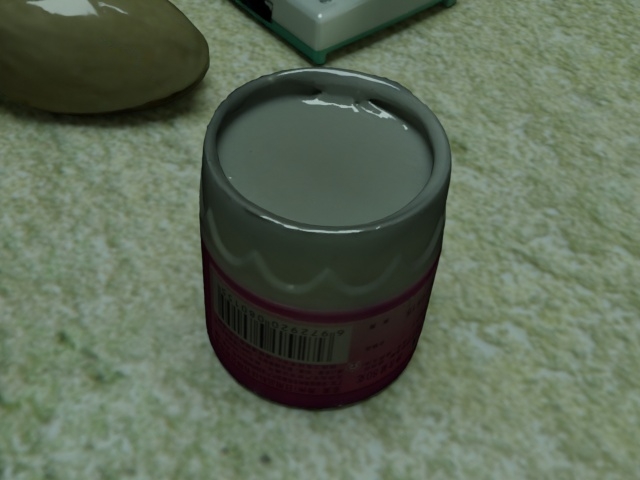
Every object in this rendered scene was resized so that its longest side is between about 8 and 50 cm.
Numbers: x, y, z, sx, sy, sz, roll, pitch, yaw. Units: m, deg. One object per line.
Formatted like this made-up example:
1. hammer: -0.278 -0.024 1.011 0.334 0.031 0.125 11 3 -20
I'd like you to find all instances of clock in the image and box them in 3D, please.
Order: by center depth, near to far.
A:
1. clock: 0.000 -0.338 1.051 0.231 0.116 0.262 -30 56 -28

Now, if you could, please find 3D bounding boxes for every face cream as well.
1. face cream: 0.000 0.000 0.683 0.175 0.195 0.175 3 49 -3

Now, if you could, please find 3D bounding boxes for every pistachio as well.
1. pistachio: -0.215 -0.184 0.888 0.226 0.136 0.136 4 47 -12
